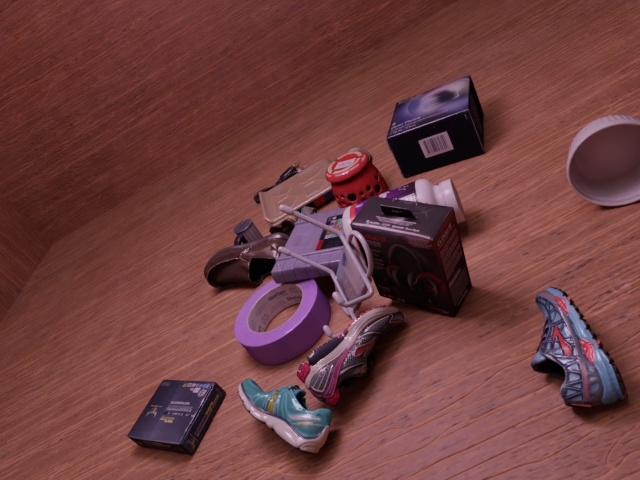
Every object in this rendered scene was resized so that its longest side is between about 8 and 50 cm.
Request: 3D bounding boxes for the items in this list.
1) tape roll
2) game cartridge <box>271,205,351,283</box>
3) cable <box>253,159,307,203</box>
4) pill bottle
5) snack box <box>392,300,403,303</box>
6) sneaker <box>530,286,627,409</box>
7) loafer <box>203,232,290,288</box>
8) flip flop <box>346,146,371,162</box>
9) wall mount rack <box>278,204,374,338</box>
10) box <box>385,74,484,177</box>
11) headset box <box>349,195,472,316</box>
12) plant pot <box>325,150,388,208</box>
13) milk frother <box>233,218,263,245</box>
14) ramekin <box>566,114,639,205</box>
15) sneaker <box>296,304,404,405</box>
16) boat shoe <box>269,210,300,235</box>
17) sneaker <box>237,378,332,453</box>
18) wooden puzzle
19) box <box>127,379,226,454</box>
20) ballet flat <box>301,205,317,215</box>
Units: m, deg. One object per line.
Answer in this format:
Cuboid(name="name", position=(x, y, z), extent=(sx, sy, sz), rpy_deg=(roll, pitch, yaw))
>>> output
Cuboid(name="tape roll", position=(-0.110, 0.221, 1.400), extent=(0.274, 0.090, 0.275), rpy_deg=(-24, 31, 16))
Cuboid(name="game cartridge", position=(0.000, 0.000, 1.525), extent=(0.230, 0.068, 0.355), rpy_deg=(-15, 26, 21))
Cuboid(name="cable", position=(-0.172, -0.246, 2.212), extent=(0.287, 0.072, 0.139), rpy_deg=(-42, 46, 8))
Cuboid(name="pill bottle", position=(0.237, -0.062, 1.390), extent=(0.322, 0.181, 0.182), rpy_deg=(-20, 32, 21))
Cuboid(name="snack box", position=(0.256, 0.097, 1.299), extent=(0.064, 0.022, 0.178), rpy_deg=(2, 45, 45))
Cuboid(name="sneaker", position=(0.442, 0.191, 0.902), extent=(0.125, 0.104, 0.262), rpy_deg=(-27, 30, 15))
Cuboid(name="loafer", position=(-0.261, 0.087, 1.692), extent=(0.365, 0.134, 0.130), rpy_deg=(-25, 40, 21))
Cuboid(name="flip flop", position=(0.141, -0.312, 1.953), extent=(0.112, 0.080, 0.277), rpy_deg=(-21, 32, 19))
Cuboid(name="wall mount rack", position=(0.011, 0.068, 1.218), extent=(0.130, 0.350, 0.304), rpy_deg=(-20, 63, -18))
Cuboid(name="box", position=(0.415, -0.412, 1.740), extent=(0.296, 0.183, 0.294), rpy_deg=(-15, 33, 28))
Cuboid(name="headset box", position=(0.213, 0.026, 1.142), extent=(0.218, 0.293, 0.110), rpy_deg=(13, 52, 38))
Cuboid(name="plant pot", position=(0.125, -0.214, 1.735), extent=(0.191, 0.174, 0.191), rpy_deg=(-23, 29, 14))
Cuboid(name="milk frother", position=(-0.234, -0.002, 1.800), extent=(0.143, 0.135, 0.129), rpy_deg=(-20, 33, 22))
Cuboid(name="ramekin", position=(0.690, -0.196, 1.142), extent=(0.207, 0.207, 0.109), rpy_deg=(-15, 25, 28))
Cuboid(name="sneaker", position=(0.089, 0.264, 1.143), extent=(0.299, 0.121, 0.112), rpy_deg=(-35, 64, -23))
Cuboid(name="boat shoe", position=(-0.127, -0.061, 1.820), extent=(0.190, 0.068, 0.072), rpy_deg=(-23, 30, 55))
Cuboid(name="sneaker", position=(-0.081, 0.381, 1.111), extent=(0.275, 0.107, 0.110), rpy_deg=(17, 72, 41))
Cuboid(name="wooden puzzle", position=(-0.074, -0.195, 1.993), extent=(0.347, 0.081, 0.322), rpy_deg=(-26, 29, 1))
Cuboid(name="box", position=(-0.393, 0.475, 1.324), extent=(0.232, 0.059, 0.183), rpy_deg=(-10, 38, 35))
Cuboid(name="ballet flat", position=(-0.048, -0.053, 1.771), extent=(0.068, 0.072, 0.213), rpy_deg=(5, 41, 4))
